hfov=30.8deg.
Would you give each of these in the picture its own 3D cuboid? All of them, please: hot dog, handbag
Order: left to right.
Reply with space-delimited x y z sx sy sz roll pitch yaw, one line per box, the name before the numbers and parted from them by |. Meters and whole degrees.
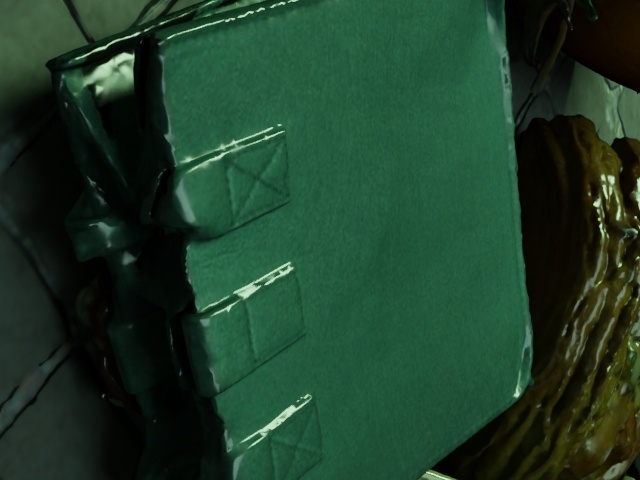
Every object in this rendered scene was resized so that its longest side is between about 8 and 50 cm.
handbag | -0.002 -0.001 0.574 0.274 0.100 0.268 -33 121 -44
hot dog | 0.168 0.058 0.768 0.196 0.122 0.272 42 58 -56

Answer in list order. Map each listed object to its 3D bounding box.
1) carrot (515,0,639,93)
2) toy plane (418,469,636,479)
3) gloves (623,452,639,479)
carrot | 0.218 -0.196 0.758 0.331 0.214 0.193 17 53 -54
toy plane | 0.119 0.199 0.671 0.244 0.092 0.229 -24 119 -2
gloves | 0.323 0.206 0.991 0.218 0.131 0.140 91 22 -57
